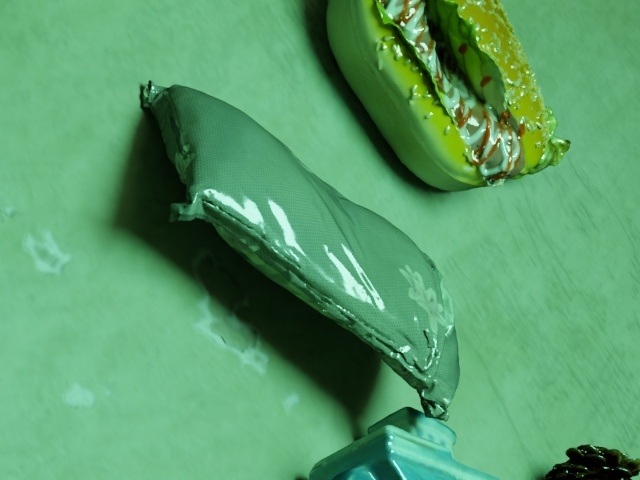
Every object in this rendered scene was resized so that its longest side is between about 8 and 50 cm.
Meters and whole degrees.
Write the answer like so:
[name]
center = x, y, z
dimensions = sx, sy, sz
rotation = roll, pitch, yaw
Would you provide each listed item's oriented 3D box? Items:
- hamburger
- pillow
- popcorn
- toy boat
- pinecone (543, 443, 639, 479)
[hamburger]
center = 0.094, -0.134, 1.266
dimensions = 0.210, 0.116, 0.173
rotation = 56, 31, -10
[pillow]
center = 0.000, 0.000, 1.059
dimensions = 0.255, 0.059, 0.169
rotation = 38, 21, -28
[popcorn]
center = 0.164, -0.089, 1.379
dimensions = 0.068, 0.059, 0.083
rotation = 25, 41, -43
[toy boat]
center = 0.077, 0.154, 1.069
dimensions = 0.215, 0.088, 0.102
rotation = 29, 43, -39
[pinecone]
center = 0.196, 0.187, 1.219
dimensions = 0.077, 0.077, 0.083
rotation = 31, 55, -38
